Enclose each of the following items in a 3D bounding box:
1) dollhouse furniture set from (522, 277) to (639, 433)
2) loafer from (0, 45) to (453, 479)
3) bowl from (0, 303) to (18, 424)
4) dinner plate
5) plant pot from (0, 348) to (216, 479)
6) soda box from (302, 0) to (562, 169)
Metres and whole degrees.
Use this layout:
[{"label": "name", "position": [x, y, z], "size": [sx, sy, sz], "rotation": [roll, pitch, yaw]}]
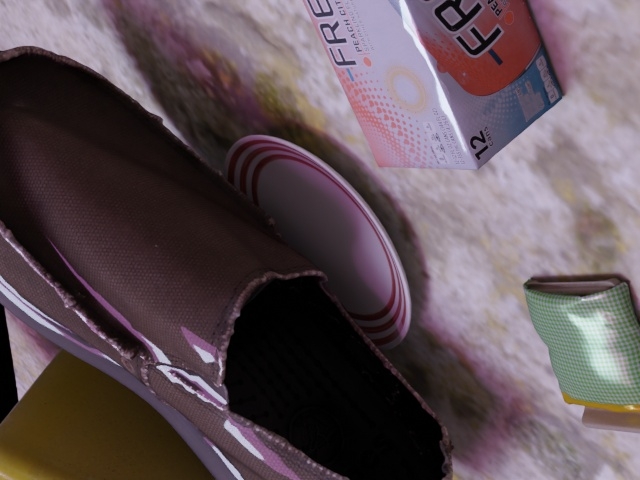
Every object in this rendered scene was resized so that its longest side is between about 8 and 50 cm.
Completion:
[{"label": "dollhouse furniture set", "position": [0.134, 0.062, 0.524], "size": [0.152, 0.058, 0.076], "rotation": [-3, 120, 56]}, {"label": "loafer", "position": [-0.056, 0.023, 0.664], "size": [0.366, 0.134, 0.130], "rotation": [43, 148, -4]}, {"label": "bowl", "position": [-0.287, 0.097, 0.954], "size": [0.391, 0.077, 0.391], "rotation": [171, 90, -81]}, {"label": "dinner plate", "position": [0.000, 0.000, 0.688], "size": [0.141, 0.017, 0.141], "rotation": [34, 146, 27]}, {"label": "plant pot", "position": [-0.092, 0.173, 0.794], "size": [0.187, 0.212, 0.212], "rotation": [25, 126, 5]}, {"label": "soda box", "position": [0.024, -0.117, 0.478], "size": [0.063, 0.058, 0.183], "rotation": [5, 128, 53]}]
